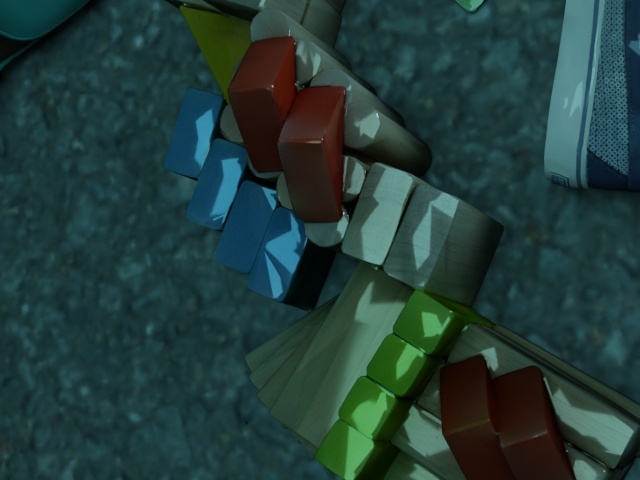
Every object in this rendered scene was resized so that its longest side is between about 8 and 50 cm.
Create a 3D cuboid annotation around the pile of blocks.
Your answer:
[{"bbox_3d":[0.000,0.000,0.657,0.149,0.112,0.362,-36,72,12],"label":"pile of blocks"}]

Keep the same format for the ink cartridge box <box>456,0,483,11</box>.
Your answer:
[{"bbox_3d":[0.038,-0.247,0.709,0.171,0.056,0.235,-48,69,8],"label":"ink cartridge box"}]

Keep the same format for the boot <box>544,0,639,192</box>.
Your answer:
[{"bbox_3d":[0.150,-0.112,0.637,0.086,0.069,0.190,8,104,15],"label":"boot"}]

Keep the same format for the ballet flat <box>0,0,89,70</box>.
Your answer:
[{"bbox_3d":[-0.187,-0.121,0.762,0.247,0.083,0.087,-47,56,6],"label":"ballet flat"}]
